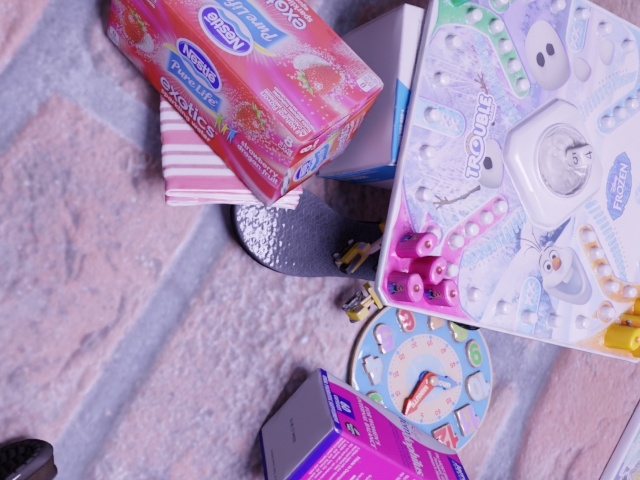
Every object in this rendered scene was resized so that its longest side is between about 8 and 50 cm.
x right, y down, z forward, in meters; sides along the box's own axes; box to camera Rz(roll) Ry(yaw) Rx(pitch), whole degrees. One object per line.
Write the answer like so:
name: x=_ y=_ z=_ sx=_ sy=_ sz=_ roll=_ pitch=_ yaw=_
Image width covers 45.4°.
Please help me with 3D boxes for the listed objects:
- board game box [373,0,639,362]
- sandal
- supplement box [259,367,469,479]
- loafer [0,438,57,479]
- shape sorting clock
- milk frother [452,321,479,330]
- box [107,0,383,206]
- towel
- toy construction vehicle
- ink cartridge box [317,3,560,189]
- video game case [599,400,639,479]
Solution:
board game box: x=0.265 y=-0.085 z=0.833 sx=0.389 sy=0.050 sz=0.390 roll=15 pitch=83 yaw=-27
sandal: x=0.000 y=0.001 z=0.887 sx=0.254 sy=0.054 sz=0.097 roll=19 pitch=86 yaw=-35
supplement box: x=0.055 y=0.257 z=0.842 sx=0.220 sy=0.111 sz=0.114 roll=36 pitch=104 yaw=-22
loafer: x=-0.320 y=0.277 z=0.696 sx=0.220 sy=0.080 sz=0.078 roll=-45 pitch=117 yaw=-16
shape sorting clock: x=0.130 y=0.170 z=0.944 sx=0.206 sy=0.040 sz=0.206 roll=1 pitch=87 yaw=-27
milk frother: x=0.191 y=0.009 z=0.912 sx=0.129 sy=0.143 sz=0.134 roll=43 pitch=66 yaw=13
box: x=-0.080 y=-0.179 z=0.753 sx=0.257 sy=0.128 sz=0.122 roll=47 pitch=59 yaw=7
towel: x=-0.099 y=-0.124 z=0.811 sx=0.144 sy=0.029 sz=0.197 roll=1 pitch=64 yaw=-20
toy construction vehicle: x=0.059 y=0.037 z=0.876 sx=0.098 sy=0.035 sz=0.086 roll=-40 pitch=118 yaw=-22
ink cartridge box: x=0.142 y=-0.144 z=0.892 sx=0.232 sy=0.168 sz=0.171 roll=8 pitch=85 yaw=-27
video game case: x=0.494 y=0.360 z=1.130 sx=0.183 sy=0.023 sz=0.201 roll=43 pitch=70 yaw=-19
